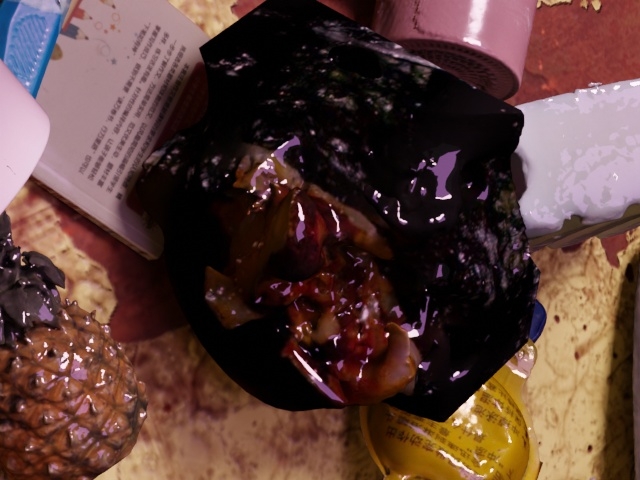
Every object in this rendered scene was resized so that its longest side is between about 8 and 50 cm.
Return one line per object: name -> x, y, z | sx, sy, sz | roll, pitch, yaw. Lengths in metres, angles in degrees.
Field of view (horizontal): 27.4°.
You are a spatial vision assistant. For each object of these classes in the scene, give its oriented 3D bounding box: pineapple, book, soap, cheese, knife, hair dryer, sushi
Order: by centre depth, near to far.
pineapple -> -0.180, 0.057, 0.786 | 0.108, 0.108, 0.198 | -40, 119, -35
knife -> -0.206, -0.064, 0.811 | 0.044, 0.026, 0.296 | 23, 83, -42
book -> -0.160, -0.113, 0.874 | 0.232, 0.022, 0.162 | 38, 68, -33
sushi -> 0.000, 0.001, 0.892 | 0.212, 0.215, 0.227 | -38, 143, -23
hair dryer -> 0.027, -0.264, 0.995 | 0.352, 0.125, 0.210 | 23, 72, -30
soap -> 0.199, -0.050, 1.041 | 0.173, 0.289, 0.095 | -12, 85, -5
cheese -> 0.119, 0.125, 1.057 | 0.156, 0.064, 0.250 | 32, 52, 2

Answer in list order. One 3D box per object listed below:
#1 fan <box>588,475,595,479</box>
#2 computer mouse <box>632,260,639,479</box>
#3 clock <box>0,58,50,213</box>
fan -> 0.214, 0.374, 1.172 | 0.190, 0.009, 0.329 | 17, 79, -37
computer mouse -> 0.357, 0.150, 1.258 | 0.197, 0.095, 0.331 | 21, 65, -39
clock -> -0.239, -0.027, 0.687 | 0.068, 0.197, 0.197 | 52, 57, -26
